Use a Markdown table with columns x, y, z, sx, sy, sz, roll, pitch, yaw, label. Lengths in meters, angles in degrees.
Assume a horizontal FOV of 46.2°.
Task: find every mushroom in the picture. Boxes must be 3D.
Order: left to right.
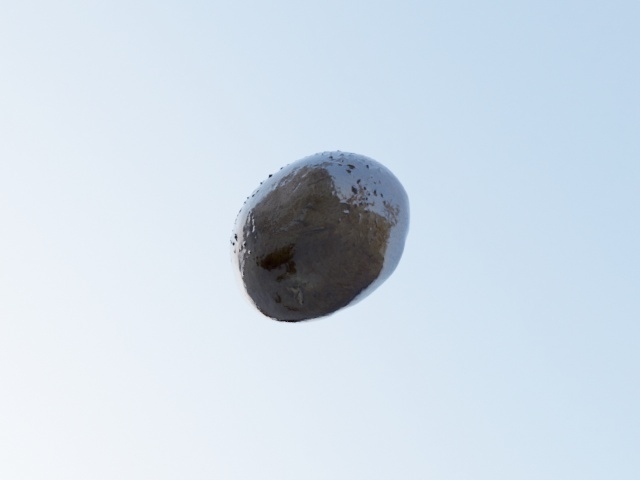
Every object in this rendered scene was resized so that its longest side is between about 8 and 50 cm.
| x | y | z | sx | sy | sz | roll | pitch | yaw | label |
| --- | --- | --- | --- | --- | --- | --- | --- | --- | --- |
| 0.000 | 0.000 | 0.483 | 0.127 | 0.127 | 0.087 | -11 | -38 | 36 | mushroom |
